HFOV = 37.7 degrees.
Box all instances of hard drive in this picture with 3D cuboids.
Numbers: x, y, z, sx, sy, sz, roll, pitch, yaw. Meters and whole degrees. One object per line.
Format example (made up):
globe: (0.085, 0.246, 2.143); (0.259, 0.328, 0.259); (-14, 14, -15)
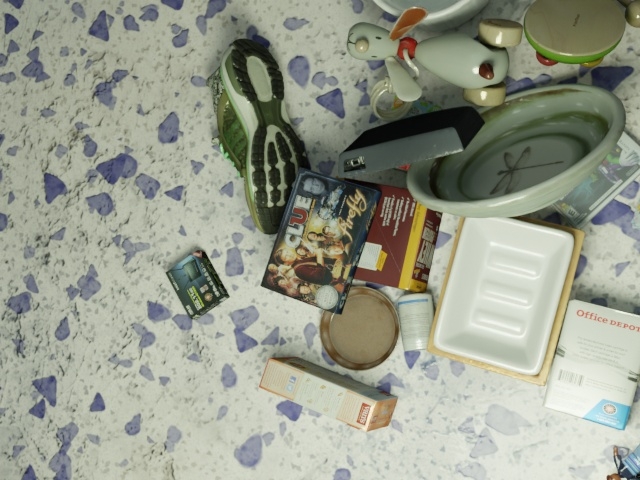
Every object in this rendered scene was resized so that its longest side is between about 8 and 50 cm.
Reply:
hard drive: (0.166, -0.187, 1.760); (0.255, 0.172, 0.054); (-10, 110, 30)

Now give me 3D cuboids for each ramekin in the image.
ramekin: (0.224, -0.551, 1.861); (0.277, 0.135, 0.277); (-3, 82, 20)

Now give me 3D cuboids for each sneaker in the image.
sneaker: (-0.149, -0.204, 1.978); (0.182, 0.158, 0.410); (-20, 77, 48)

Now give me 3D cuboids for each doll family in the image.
doll family: (0.588, 0.434, 1.644); (0.111, 0.076, 0.193); (-45, 66, 14)

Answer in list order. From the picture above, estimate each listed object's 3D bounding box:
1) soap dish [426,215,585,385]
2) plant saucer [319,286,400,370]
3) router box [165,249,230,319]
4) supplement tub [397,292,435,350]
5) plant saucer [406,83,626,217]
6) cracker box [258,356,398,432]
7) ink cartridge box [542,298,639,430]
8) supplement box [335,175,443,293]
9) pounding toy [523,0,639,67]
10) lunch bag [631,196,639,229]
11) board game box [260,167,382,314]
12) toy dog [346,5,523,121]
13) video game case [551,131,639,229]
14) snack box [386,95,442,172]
soap dish: (0.345, 0.099, 1.745); (0.229, 0.118, 0.290); (14, 89, 21)
plant saucer: (0.081, 0.177, 1.878); (0.169, 0.029, 0.168); (-2, 83, 20)
router box: (-0.263, 0.094, 2.005); (0.092, 0.038, 0.122); (-35, 73, 13)
supplement tub: (0.189, 0.158, 1.819); (0.071, 0.071, 0.107); (-8, 80, 19)
plant saucer: (0.357, -0.141, 1.693); (0.401, 0.400, 0.100); (-20, 118, 16)
cracker box: (0.018, 0.295, 1.817); (0.232, 0.156, 0.067); (18, 90, 21)
ink cartridge box: (0.500, 0.222, 1.691); (0.148, 0.086, 0.203); (15, 88, 20)
supplement box: (0.119, -0.010, 1.833); (0.194, 0.129, 0.191); (12, 87, 21)
pounding toy: (0.493, -0.389, 1.778); (0.237, 0.110, 0.183); (-36, 58, -18)
lunch bag: (0.613, -0.045, 1.704); (0.083, 0.053, 0.071); (19, 89, 30)
board game box: (0.000, 0.000, 1.783); (0.165, 0.042, 0.243); (18, 90, 22)
toy dog: (0.213, -0.334, 1.750); (0.334, 0.161, 0.220); (-9, 108, 16)
video game case: (0.496, -0.144, 1.773); (0.190, 0.022, 0.173); (-44, 71, 10)
snack box: (0.178, -0.209, 1.886); (0.100, 0.037, 0.141); (17, 88, 19)
